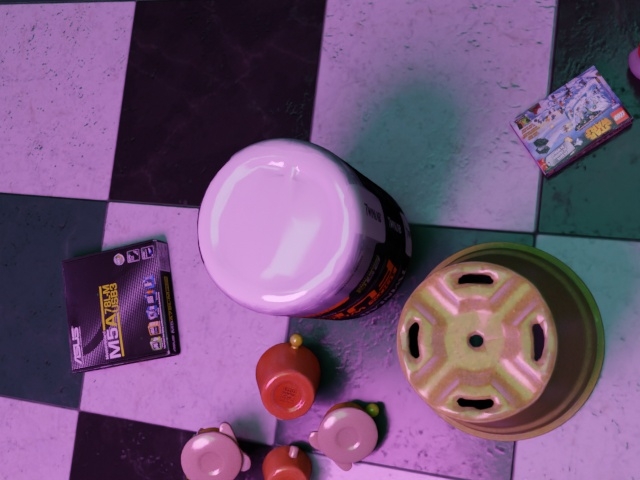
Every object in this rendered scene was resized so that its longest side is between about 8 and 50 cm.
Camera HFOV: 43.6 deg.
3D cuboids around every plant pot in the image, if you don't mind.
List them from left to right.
[{"bbox_3d":[0.209,0.125,1.001,0.276,0.254,0.276,-2,83,20],"label":"plant pot"}]

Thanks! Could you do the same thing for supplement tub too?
[{"bbox_3d":[0.000,0.000,1.045,0.207,0.338,0.207,-2,83,19],"label":"supplement tub"}]

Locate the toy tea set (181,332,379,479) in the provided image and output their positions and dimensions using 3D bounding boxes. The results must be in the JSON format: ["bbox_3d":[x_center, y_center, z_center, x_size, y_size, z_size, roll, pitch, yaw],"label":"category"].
[{"bbox_3d":[-0.083,0.297,1.179,0.336,0.124,0.200,-40,102,7],"label":"toy tea set"}]

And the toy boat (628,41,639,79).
[{"bbox_3d":[0.553,-0.210,0.995,0.318,0.148,0.267,17,94,13],"label":"toy boat"}]

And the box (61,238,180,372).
[{"bbox_3d":[-0.327,0.108,1.304,0.184,0.045,0.190,-11,79,15],"label":"box"}]

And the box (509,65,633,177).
[{"bbox_3d":[0.346,-0.164,1.109,0.137,0.027,0.094,-33,72,13],"label":"box"}]
